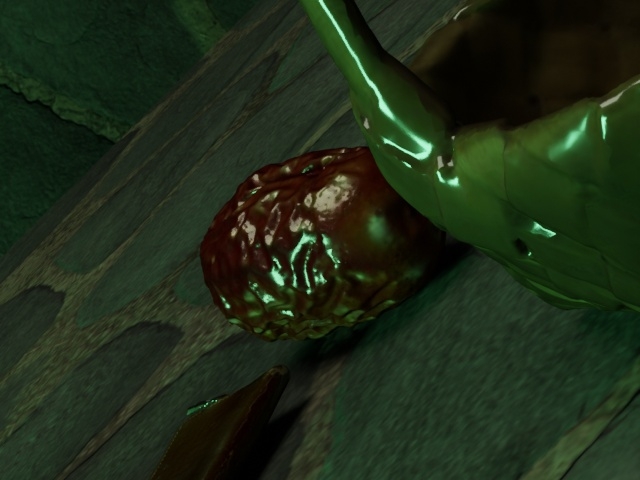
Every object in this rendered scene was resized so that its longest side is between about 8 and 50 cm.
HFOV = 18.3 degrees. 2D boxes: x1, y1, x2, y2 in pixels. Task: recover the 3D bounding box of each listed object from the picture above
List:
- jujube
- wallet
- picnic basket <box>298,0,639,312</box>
[{"bbox_3d":[0.000,0.000,1.156,0.176,0.109,0.112,-17,62,59],"label":"jujube"},{"bbox_3d":[-0.076,0.145,1.082,0.095,0.026,0.176,-34,20,38],"label":"wallet"},{"bbox_3d":[0.116,-0.139,0.764,0.293,0.337,0.337,-45,12,-11],"label":"picnic basket"}]
